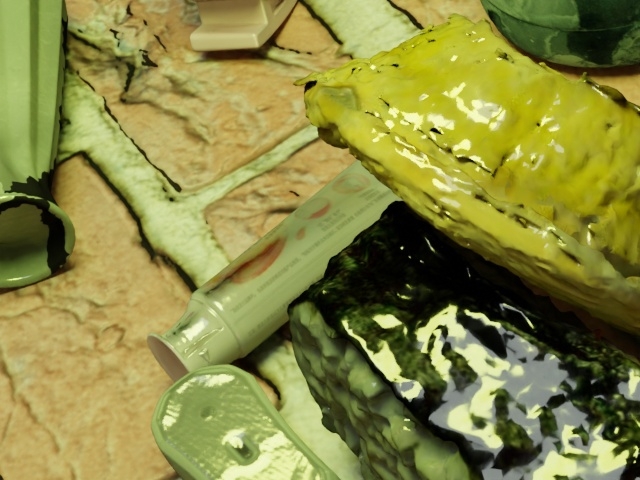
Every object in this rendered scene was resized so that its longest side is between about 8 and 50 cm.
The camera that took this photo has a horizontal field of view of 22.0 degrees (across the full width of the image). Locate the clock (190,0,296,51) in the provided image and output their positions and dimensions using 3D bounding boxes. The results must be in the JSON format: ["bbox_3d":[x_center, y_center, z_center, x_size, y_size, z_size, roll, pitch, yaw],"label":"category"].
[{"bbox_3d":[-0.075,-0.366,1.538,0.080,0.275,0.290,2,47,28],"label":"clock"}]

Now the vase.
[{"bbox_3d":[-0.299,-0.128,1.502,0.165,0.165,0.360,-18,50,5],"label":"vase"}]

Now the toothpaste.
[{"bbox_3d":[0.000,0.000,1.328,0.323,0.066,0.100,-39,43,-21],"label":"toothpaste"}]

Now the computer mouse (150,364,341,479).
[{"bbox_3d":[-0.047,0.168,1.198,0.089,0.056,0.181,-39,56,-13],"label":"computer mouse"}]

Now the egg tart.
[{"bbox_3d":[0.147,-0.057,1.129,0.345,0.345,0.132,36,100,40],"label":"egg tart"}]

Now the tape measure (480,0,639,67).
[{"bbox_3d":[0.251,-0.281,1.423,0.256,0.147,0.275,-9,46,14],"label":"tape measure"}]

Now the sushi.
[{"bbox_3d":[0.127,0.127,1.069,0.171,0.211,0.350,-33,52,-16],"label":"sushi"}]
